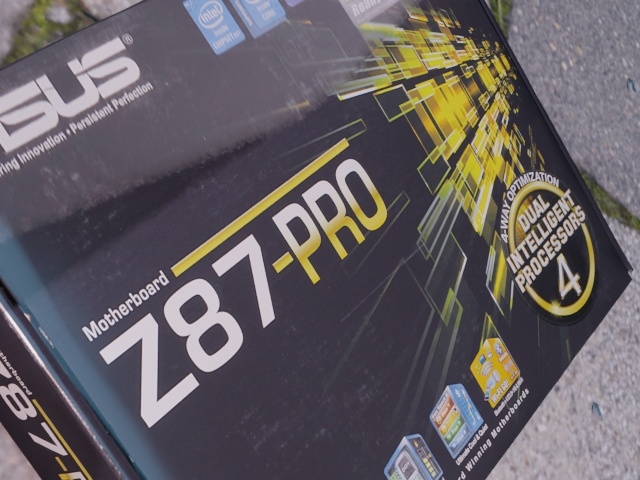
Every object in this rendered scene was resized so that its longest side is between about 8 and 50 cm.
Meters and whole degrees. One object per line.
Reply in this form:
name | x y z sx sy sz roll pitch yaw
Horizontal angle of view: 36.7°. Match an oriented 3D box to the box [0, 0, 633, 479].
box | 0.000 0.000 0.552 0.395 0.097 0.318 -39 101 -39
